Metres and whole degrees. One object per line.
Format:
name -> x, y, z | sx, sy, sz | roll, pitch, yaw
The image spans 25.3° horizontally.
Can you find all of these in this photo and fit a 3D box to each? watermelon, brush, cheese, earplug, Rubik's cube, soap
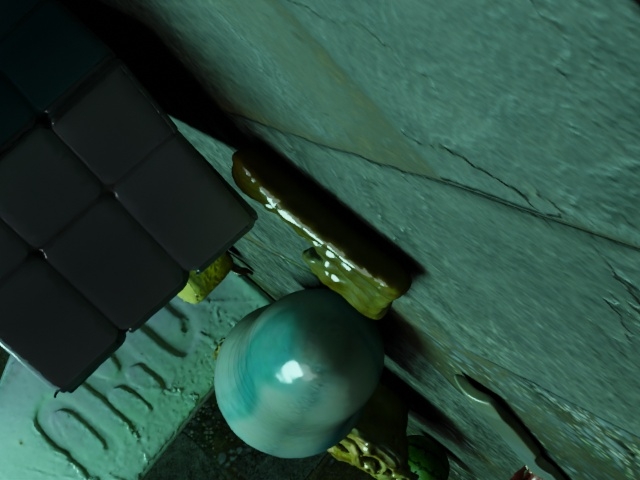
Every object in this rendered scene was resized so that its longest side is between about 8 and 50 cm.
watermelon -> 0.142, 0.335, 2.124 | 0.109, 0.109, 0.109 | 38, 171, 7
brush -> 0.211, 0.236, 1.487 | 0.060, 0.050, 0.321 | 36, 171, 44
cheese -> -0.137, 0.022, 1.920 | 0.111, 0.017, 0.047 | 30, -159, 32
earplug -> -0.006, 0.131, 1.517 | 0.185, 0.185, 0.324 | 40, 165, 0
Rubik's cube -> -0.234, -0.052, 1.178 | 0.231, 0.224, 0.221 | 42, 174, 47
soap -> -0.299, 0.183, 2.027 | 0.261, 0.446, 0.156 | 42, 172, -16

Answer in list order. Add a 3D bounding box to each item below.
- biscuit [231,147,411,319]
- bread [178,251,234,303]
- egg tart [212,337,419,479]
biscuit -> 0.000, 0.000, 1.186 | 0.174, 0.039, 0.183 | 37, 170, 7
bread -> -0.222, -0.017, 1.873 | 0.245, 0.094, 0.102 | 34, 161, 23
egg tart -> 0.012, 0.206, 1.901 | 0.341, 0.129, 0.341 | 37, 171, 7
